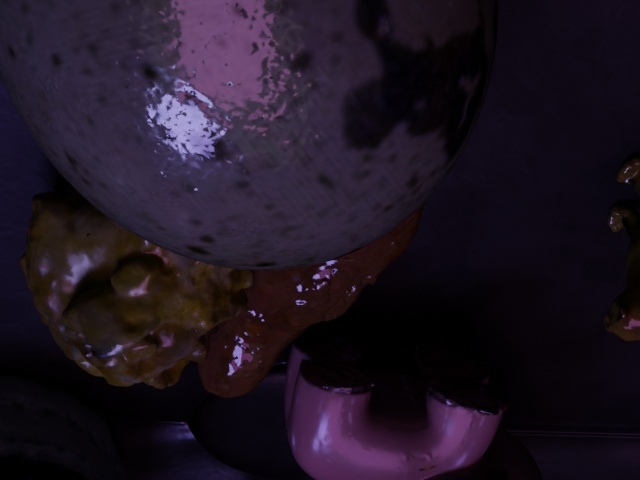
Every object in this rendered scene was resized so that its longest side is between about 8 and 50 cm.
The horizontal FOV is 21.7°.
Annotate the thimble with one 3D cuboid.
[{"bbox_3d":[-0.266,0.232,1.402,0.237,0.150,0.237,-3,135,-3],"label":"thimble"}]

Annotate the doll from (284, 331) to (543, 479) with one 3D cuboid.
[{"bbox_3d":[0.063,0.224,1.352,0.216,0.284,0.268,8,105,-7],"label":"doll"}]

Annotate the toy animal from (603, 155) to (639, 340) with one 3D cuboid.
[{"bbox_3d":[0.290,0.023,1.232,0.181,0.136,0.073,13,133,-17],"label":"toy animal"}]

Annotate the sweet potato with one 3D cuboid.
[{"bbox_3d":[0.011,-0.007,1.218,0.106,0.095,0.354,-27,159,-46],"label":"sweet potato"}]

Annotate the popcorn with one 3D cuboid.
[{"bbox_3d":[-0.130,0.016,1.196,0.142,0.173,0.173,-16,148,-41],"label":"popcorn"}]

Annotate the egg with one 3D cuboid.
[{"bbox_3d":[-0.051,-0.155,0.931,0.287,0.287,0.379,-16,121,12],"label":"egg"}]
